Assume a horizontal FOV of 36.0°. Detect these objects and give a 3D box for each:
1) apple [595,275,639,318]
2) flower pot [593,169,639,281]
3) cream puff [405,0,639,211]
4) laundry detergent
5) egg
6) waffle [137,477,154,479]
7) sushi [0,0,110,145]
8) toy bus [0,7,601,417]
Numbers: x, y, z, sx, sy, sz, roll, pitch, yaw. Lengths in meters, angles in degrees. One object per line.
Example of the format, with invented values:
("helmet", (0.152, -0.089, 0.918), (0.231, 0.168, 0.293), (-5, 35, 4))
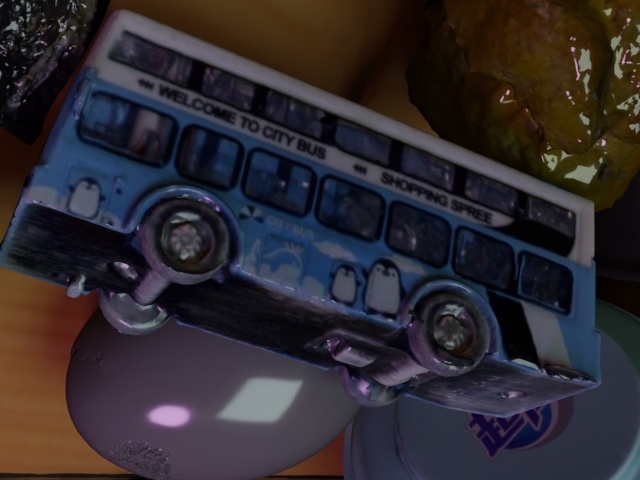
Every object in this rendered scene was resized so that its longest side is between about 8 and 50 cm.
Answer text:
("apple", (0.349, 0.069, 0.919), (0.211, 0.211, 0.188), (-28, 143, -24))
("flower pot", (0.285, -0.083, 0.765), (0.235, 0.235, 0.148), (-25, 116, -26))
("cream puff", (0.159, -0.129, 0.601), (0.244, 0.196, 0.244), (-25, 136, -26))
("laundry detergent", (0.175, 0.211, 0.810), (0.287, 0.287, 0.305), (-37, 140, -14))
("egg", (-0.056, 0.072, 0.599), (0.198, 0.146, 0.147), (-8, 126, -28))
("waffle", (-0.165, 0.278, 0.731), (0.160, 0.055, 0.211), (-6, 125, -41))
("sushi", (-0.146, -0.105, 0.447), (0.083, 0.056, 0.084), (-49, 141, 0))
("toy bus", (0.000, 0.000, 0.508), (0.297, 0.131, 0.106), (21, 152, -17))
